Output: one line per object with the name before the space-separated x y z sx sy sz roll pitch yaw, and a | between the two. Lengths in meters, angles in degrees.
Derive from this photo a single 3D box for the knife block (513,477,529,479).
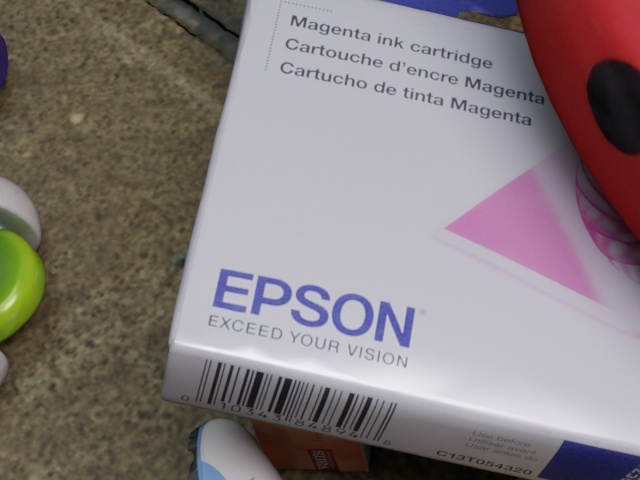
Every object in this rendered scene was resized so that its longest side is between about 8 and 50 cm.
knife block | 0.181 0.168 0.808 0.242 0.088 0.275 -29 56 -9

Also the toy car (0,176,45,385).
toy car | -0.267 0.014 0.966 0.182 0.136 0.159 2 57 12

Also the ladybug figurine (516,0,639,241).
ladybug figurine | 0.239 -0.087 0.657 0.305 0.162 0.449 -47 71 27

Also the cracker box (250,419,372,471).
cracker box | 0.000 0.000 0.914 0.067 0.155 0.232 1 57 10

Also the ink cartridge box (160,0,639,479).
ink cartridge box | 0.106 -0.036 0.820 0.324 0.071 0.330 12 58 -3

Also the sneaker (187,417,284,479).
sneaker | 0.003 0.189 0.826 0.086 0.085 0.237 -35 62 6

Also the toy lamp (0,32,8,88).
toy lamp | -0.361 -0.131 1.120 0.275 0.080 0.080 2 57 15
